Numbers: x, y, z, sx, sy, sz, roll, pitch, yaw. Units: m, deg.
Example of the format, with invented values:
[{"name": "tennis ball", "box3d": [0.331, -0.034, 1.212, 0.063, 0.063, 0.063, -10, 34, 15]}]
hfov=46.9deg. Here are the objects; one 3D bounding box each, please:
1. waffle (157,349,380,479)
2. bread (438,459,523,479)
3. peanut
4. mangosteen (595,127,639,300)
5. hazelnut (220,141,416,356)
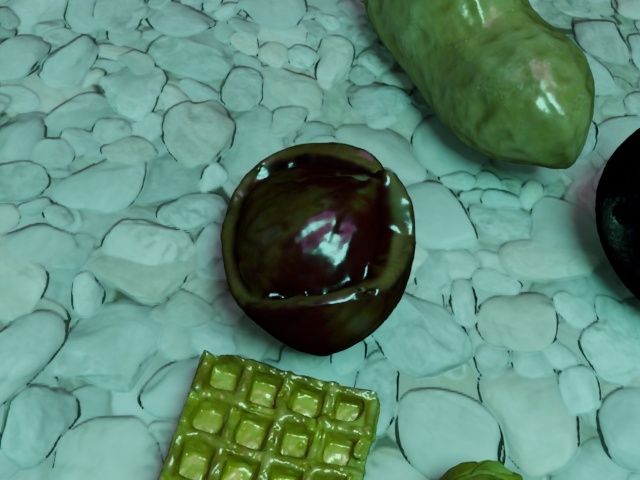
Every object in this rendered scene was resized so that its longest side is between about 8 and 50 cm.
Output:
[{"name": "waffle", "box3d": [-0.046, 0.203, 0.571, 0.160, 0.055, 0.211, 13, 53, 0]}, {"name": "bread", "box3d": [0.106, 0.285, 0.522, 0.087, 0.098, 0.269, 45, 46, -30]}, {"name": "peanut", "box3d": [0.175, -0.234, 0.835, 0.169, 0.192, 0.387, -24, 61, -9]}, {"name": "mangosteen", "box3d": [0.388, -0.024, 0.723, 0.243, 0.243, 0.243, 5, 54, -7]}, {"name": "hazelnut", "box3d": [-0.008, 0.003, 0.658, 0.170, 0.160, 0.202, -17, 65, -19]}]
